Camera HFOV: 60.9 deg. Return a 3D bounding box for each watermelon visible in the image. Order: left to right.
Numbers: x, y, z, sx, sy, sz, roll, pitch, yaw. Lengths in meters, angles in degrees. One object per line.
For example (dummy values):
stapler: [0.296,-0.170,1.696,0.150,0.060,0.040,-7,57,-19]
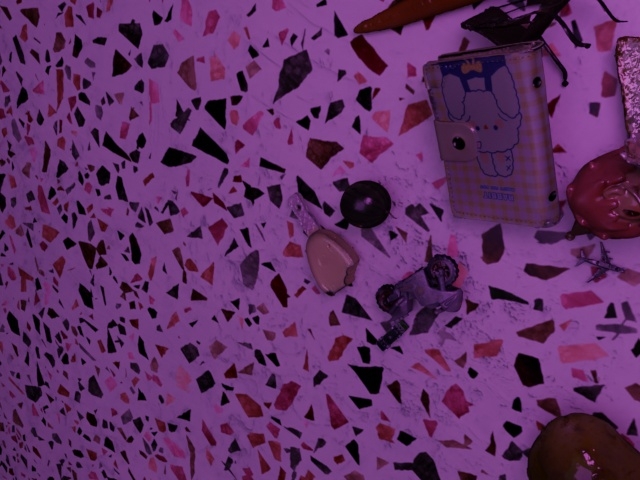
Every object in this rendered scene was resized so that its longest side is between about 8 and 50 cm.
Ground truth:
watermelon: [0.107,-0.073,1.158,0.133,0.105,0.105,22,113,27]

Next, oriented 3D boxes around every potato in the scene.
potato: [0.521,0.460,0.989,0.307,0.173,0.210,38,117,22]

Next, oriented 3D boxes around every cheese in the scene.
cheese: [0.000,0.000,1.275,0.127,0.050,0.256,-34,83,34]

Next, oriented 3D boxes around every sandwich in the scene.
sandwich: [0.582,-0.254,0.841,0.214,0.065,0.186,-5,99,34]

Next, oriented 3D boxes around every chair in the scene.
chair: [0.351,-0.351,0.902,0.213,0.174,0.149,48,151,15]

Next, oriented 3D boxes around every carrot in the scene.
carrot: [0.206,-0.449,1.033,0.335,0.069,0.069,-10,96,37]

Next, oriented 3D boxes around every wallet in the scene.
wallet: [0.300,-0.176,0.947,0.223,0.077,0.310,17,134,50]

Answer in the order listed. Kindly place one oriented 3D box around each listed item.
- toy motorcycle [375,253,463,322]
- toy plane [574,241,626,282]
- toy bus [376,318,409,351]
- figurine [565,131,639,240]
toy motorcycle: [0.217,0.116,1.156,0.215,0.080,0.123,-35,80,38]
toy plane: [0.507,0.043,0.985,0.084,0.024,0.078,19,93,27]
toy bus: [0.163,0.215,1.234,0.031,0.037,0.083,47,122,13]
figurine: [0.494,-0.082,0.832,0.166,0.207,0.387,68,151,21]
